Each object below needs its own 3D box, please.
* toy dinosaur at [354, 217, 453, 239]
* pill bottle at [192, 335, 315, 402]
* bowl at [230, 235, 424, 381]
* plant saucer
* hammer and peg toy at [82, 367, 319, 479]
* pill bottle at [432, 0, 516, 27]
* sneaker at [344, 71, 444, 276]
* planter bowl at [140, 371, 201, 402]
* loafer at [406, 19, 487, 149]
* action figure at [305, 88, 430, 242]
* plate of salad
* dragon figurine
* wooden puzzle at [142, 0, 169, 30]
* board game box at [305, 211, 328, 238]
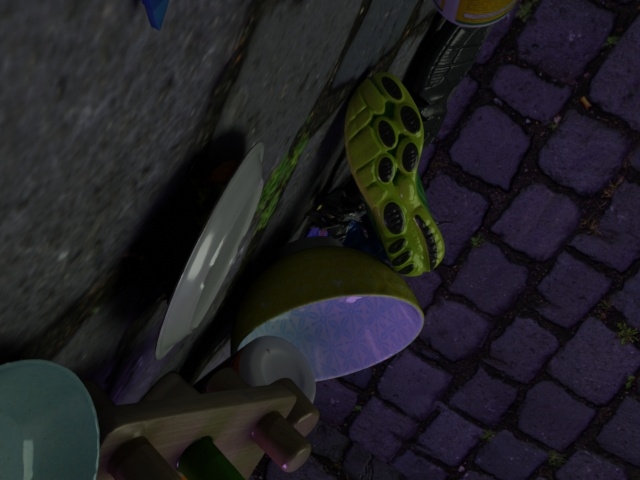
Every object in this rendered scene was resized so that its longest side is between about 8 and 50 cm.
[{"bbox_3d":[0.137,-0.047,1.486,0.121,0.160,0.313,-61,-168,8],"label":"toy dinosaur"},{"bbox_3d":[-0.118,0.231,1.010,0.221,0.121,0.121,-39,-175,35],"label":"pill bottle"},{"bbox_3d":[-0.004,0.088,1.094,0.289,0.290,0.156,114,-33,-52],"label":"bowl"},{"bbox_3d":[-0.202,0.158,0.412,0.195,0.038,0.194,12,90,-71],"label":"plant saucer"},{"bbox_3d":[-0.128,0.255,0.702,0.265,0.127,0.361,-59,151,12],"label":"hammer and peg toy"},{"bbox_3d":[0.191,-0.337,0.840,0.117,0.118,0.208,-58,173,-1],"label":"pill bottle"},{"bbox_3d":[0.091,-0.088,1.009,0.123,0.110,0.295,-120,-167,-62],"label":"sneaker"},{"bbox_3d":[-0.184,0.260,0.900,0.162,0.109,0.162,-57,173,-11],"label":"planter bowl"},{"bbox_3d":[0.196,-0.300,1.309,0.109,0.095,0.302,-15,142,-34],"label":"loafer"},{"bbox_3d":[0.075,-0.103,1.162,0.185,0.099,0.285,-40,160,-57],"label":"action figure"},{"bbox_3d":[-0.098,0.004,0.604,0.200,0.048,0.199,-155,-90,-89],"label":"plate of salad"},{"bbox_3d":[0.050,0.022,1.292,0.289,0.144,0.085,-34,166,-18],"label":"dragon figurine"},{"bbox_3d":[-0.053,-0.158,0.325,0.116,0.014,0.078,-57,169,-9],"label":"wooden puzzle"},{"bbox_3d":[0.000,0.000,1.371,0.211,0.039,0.160,-60,173,15],"label":"board game box"}]
